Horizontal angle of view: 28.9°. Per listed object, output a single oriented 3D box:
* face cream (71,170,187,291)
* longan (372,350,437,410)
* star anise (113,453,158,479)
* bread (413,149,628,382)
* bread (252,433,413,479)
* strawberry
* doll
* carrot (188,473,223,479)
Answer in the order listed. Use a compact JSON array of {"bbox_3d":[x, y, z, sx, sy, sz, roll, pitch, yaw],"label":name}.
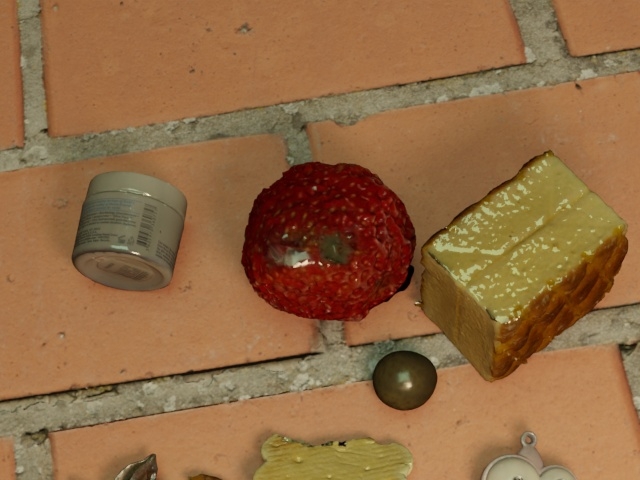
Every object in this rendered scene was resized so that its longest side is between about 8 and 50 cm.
[{"bbox_3d":[-0.326,-0.012,2.123,0.177,0.177,0.153,5,66,7],"label":"face cream"},{"bbox_3d":[0.137,0.224,2.023,0.106,0.106,0.119,-3,22,3],"label":"longan"},{"bbox_3d":[-0.313,0.451,1.953,0.212,0.073,0.197,-18,60,-2],"label":"star anise"},{"bbox_3d":[0.322,0.050,1.995,0.279,0.279,0.207,-36,65,-16],"label":"bread"},{"bbox_3d":[0.018,0.382,1.945,0.250,0.039,0.182,3,42,5],"label":"bread"},{"bbox_3d":[0.005,-0.008,2.028,0.291,0.310,0.292,-4,64,8],"label":"strawberry"},{"bbox_3d":[0.329,0.467,1.886,0.160,0.094,0.365,-2,64,0],"label":"doll"},{"bbox_3d":[-0.100,0.426,1.960,0.247,0.059,0.059,21,67,18],"label":"carrot"}]
